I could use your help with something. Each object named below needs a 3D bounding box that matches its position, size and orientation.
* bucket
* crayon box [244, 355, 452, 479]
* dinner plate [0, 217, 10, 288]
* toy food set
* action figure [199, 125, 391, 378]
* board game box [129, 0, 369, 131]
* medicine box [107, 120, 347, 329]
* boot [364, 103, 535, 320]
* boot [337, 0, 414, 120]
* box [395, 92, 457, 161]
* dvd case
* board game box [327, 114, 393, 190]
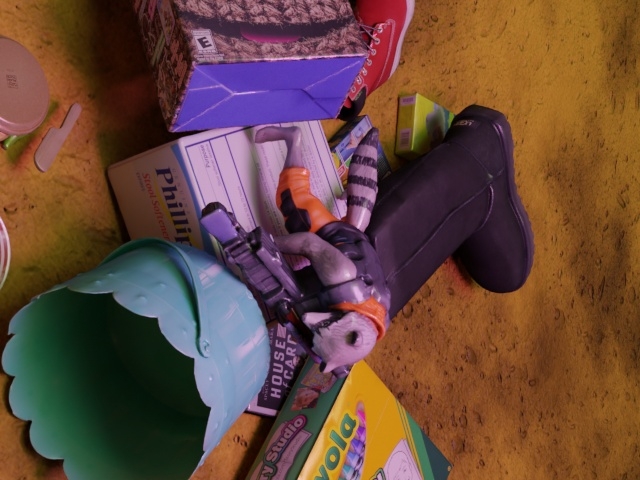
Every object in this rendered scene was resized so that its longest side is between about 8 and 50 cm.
[{"bbox_3d":[-0.205,0.140,1.356,0.183,0.281,0.281,-40,117,-56],"label":"bucket"},{"bbox_3d":[0.023,0.397,1.707,0.313,0.106,0.363,52,54,-38],"label":"crayon box"},{"bbox_3d":[-0.409,0.012,1.311,0.141,0.017,0.141,10,76,-50],"label":"dinner plate"},{"bbox_3d":[-0.374,-0.177,1.370,0.192,0.038,0.132,49,43,-29],"label":"toy food set"},{"bbox_3d":[0.000,0.000,1.415,0.341,0.179,0.330,49,26,-50],"label":"action figure"},{"bbox_3d":[-0.104,-0.300,1.481,0.232,0.141,0.291,-8,63,-24],"label":"board game box"},{"bbox_3d":[-0.101,-0.024,1.576,0.289,0.149,0.263,-25,98,-49],"label":"medicine box"},{"bbox_3d":[0.189,0.027,1.933,0.445,0.146,0.367,-44,127,-46],"label":"boot"},{"bbox_3d":[0.069,-0.307,1.832,0.176,0.088,0.244,-54,159,-38],"label":"boot"},{"bbox_3d":[0.201,-0.182,2.084,0.178,0.042,0.109,19,73,-49],"label":"box"},{"bbox_3d":[-0.030,0.184,1.758,0.239,0.030,0.179,22,68,-49],"label":"dvd case"},{"bbox_3d":[0.042,-0.094,1.878,0.201,0.035,0.136,-48,122,-43],"label":"board game box"}]
